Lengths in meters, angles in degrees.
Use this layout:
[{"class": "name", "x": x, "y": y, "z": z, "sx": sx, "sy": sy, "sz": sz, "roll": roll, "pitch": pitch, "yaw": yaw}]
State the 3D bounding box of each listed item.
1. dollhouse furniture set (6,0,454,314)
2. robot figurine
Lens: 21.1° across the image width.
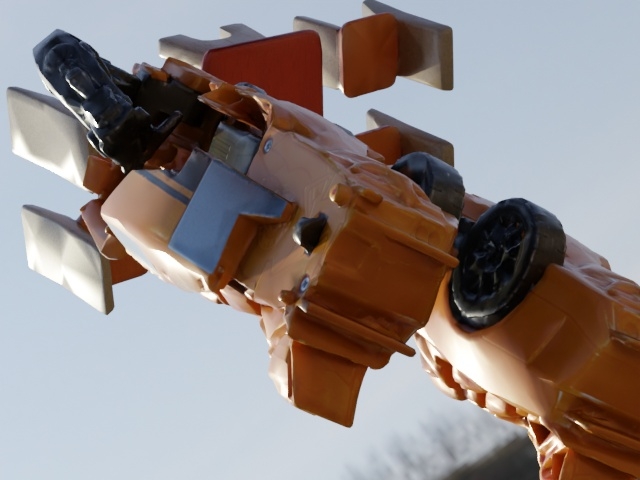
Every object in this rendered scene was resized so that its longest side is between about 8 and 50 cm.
[{"class": "dollhouse furniture set", "x": -0.034, "y": -0.096, "z": 1.000, "sx": 0.262, "sy": 0.135, "sz": 0.259, "roll": -18, "pitch": -62, "yaw": -32}, {"class": "robot figurine", "x": 0.000, "y": 0.000, "z": 0.617, "sx": 0.085, "sy": 0.211, "sz": 0.291, "roll": -65, "pitch": 26, "yaw": 2}]
